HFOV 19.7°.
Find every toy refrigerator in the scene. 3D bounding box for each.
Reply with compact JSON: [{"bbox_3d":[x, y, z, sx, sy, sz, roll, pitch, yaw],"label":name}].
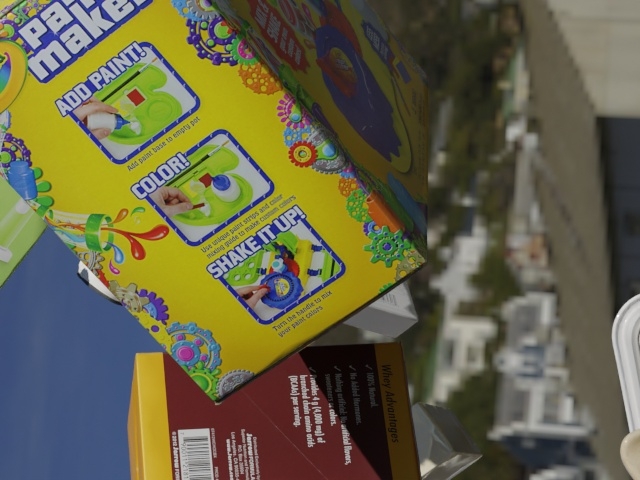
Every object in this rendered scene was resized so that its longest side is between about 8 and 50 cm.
[{"bbox_3d":[0.142,0.289,2.564,0.094,0.102,0.269,54,-173,14],"label":"toy refrigerator"}]

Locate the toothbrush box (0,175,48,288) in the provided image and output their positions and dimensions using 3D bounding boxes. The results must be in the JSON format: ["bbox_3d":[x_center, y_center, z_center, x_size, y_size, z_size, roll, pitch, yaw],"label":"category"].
[{"bbox_3d":[-0.448,-0.048,2.309,0.122,0.206,0.283,-43,12,47],"label":"toothbrush box"}]

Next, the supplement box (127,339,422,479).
[{"bbox_3d":[-0.034,0.186,1.319,0.129,0.194,0.191,106,159,-61],"label":"supplement box"}]

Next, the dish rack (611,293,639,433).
[{"bbox_3d":[0.520,0.205,2.263,0.072,0.285,0.333,-155,51,-76],"label":"dish rack"}]

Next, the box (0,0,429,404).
[{"bbox_3d":[-0.079,-0.103,1.207,0.279,0.177,0.290,48,-159,-20],"label":"box"}]

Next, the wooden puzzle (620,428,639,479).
[{"bbox_3d":[0.439,0.239,1.770,0.044,0.221,0.239,83,161,-49],"label":"wooden puzzle"}]

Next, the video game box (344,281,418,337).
[{"bbox_3d":[0.000,0.000,1.995,0.205,0.048,0.187,18,-133,-38],"label":"video game box"}]

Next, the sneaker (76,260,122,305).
[{"bbox_3d":[-0.170,-0.007,2.132,0.108,0.100,0.271,-60,-13,25],"label":"sneaker"}]
